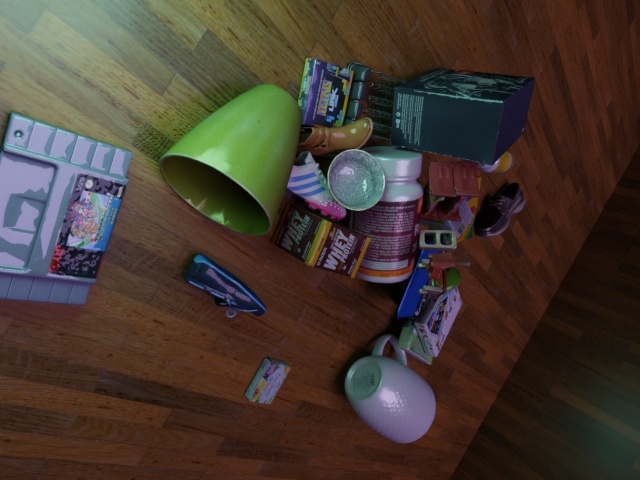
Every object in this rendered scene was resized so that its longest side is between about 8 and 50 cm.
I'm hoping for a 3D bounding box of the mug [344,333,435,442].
[{"bbox_3d":[0.262,0.556,1.749,0.328,0.276,0.375,43,49,-36],"label":"mug"}]

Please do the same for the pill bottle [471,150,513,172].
[{"bbox_3d":[0.697,-0.327,1.810,0.184,0.103,0.103,-5,112,-40],"label":"pill bottle"}]

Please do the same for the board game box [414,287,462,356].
[{"bbox_3d":[0.490,0.295,1.826,0.305,0.053,0.193,-50,128,-36],"label":"board game box"}]

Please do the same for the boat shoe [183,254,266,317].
[{"bbox_3d":[-0.258,0.136,1.205,0.089,0.109,0.258,-49,117,-3],"label":"boat shoe"}]

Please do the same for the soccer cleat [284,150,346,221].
[{"bbox_3d":[-0.022,-0.161,1.248,0.331,0.116,0.143,24,92,-45],"label":"soccer cleat"}]

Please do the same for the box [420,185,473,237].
[{"bbox_3d":[0.422,-0.107,1.600,0.103,0.203,0.114,-54,134,-9],"label":"box"}]

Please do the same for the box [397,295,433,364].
[{"bbox_3d":[0.432,0.326,1.847,0.232,0.058,0.322,39,63,-44],"label":"box"}]

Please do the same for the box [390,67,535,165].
[{"bbox_3d":[0.429,-0.389,1.339,0.343,0.312,0.179,-38,138,-45],"label":"box"}]

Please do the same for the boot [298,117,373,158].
[{"bbox_3d":[0.031,-0.284,1.198,0.152,0.197,0.073,9,62,-47],"label":"boot"}]

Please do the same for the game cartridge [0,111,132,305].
[{"bbox_3d":[-0.537,-0.045,0.893,0.230,0.068,0.356,15,99,-40],"label":"game cartridge"}]

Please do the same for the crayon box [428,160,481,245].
[{"bbox_3d":[0.535,-0.143,1.770,0.202,0.081,0.319,-17,119,-35],"label":"crayon box"}]

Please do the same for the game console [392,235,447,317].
[{"bbox_3d":[0.323,0.117,1.618,0.173,0.250,0.294,18,97,-26],"label":"game console"}]

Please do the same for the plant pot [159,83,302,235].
[{"bbox_3d":[-0.168,-0.211,1.026,0.275,0.274,0.294,50,58,-42],"label":"plant pot"}]

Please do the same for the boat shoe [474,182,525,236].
[{"bbox_3d":[0.781,-0.143,1.970,0.355,0.132,0.130,-39,121,-32],"label":"boat shoe"}]

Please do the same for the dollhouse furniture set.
[{"bbox_3d":[0.390,-0.032,1.365,0.201,0.152,0.375,93,-2,-72],"label":"dollhouse furniture set"}]

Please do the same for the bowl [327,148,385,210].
[{"bbox_3d":[0.088,-0.162,1.248,0.169,0.080,0.170,2,85,-17],"label":"bowl"}]

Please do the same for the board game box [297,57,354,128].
[{"bbox_3d":[0.011,-0.394,1.219,0.140,0.048,0.171,-2,110,-42],"label":"board game box"}]

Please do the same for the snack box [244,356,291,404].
[{"bbox_3d":[-0.171,0.460,1.455,0.100,0.037,0.141,31,87,-46],"label":"snack box"}]

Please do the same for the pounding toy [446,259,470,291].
[{"bbox_3d":[0.453,0.100,1.723,0.237,0.182,0.110,-40,122,-42],"label":"pounding toy"}]

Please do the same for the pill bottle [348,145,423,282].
[{"bbox_3d":[0.204,-0.085,1.405,0.223,0.224,0.393,-16,119,-36],"label":"pill bottle"}]

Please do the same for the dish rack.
[{"bbox_3d":[0.178,-0.403,1.348,0.271,0.074,0.209,-3,112,-42],"label":"dish rack"}]

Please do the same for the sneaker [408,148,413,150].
[{"bbox_3d":[0.281,-0.287,1.496,0.175,0.064,0.067,-59,144,0],"label":"sneaker"}]

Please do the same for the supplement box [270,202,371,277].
[{"bbox_3d":[0.000,0.000,1.288,0.194,0.191,0.129,19,96,-44],"label":"supplement box"}]
